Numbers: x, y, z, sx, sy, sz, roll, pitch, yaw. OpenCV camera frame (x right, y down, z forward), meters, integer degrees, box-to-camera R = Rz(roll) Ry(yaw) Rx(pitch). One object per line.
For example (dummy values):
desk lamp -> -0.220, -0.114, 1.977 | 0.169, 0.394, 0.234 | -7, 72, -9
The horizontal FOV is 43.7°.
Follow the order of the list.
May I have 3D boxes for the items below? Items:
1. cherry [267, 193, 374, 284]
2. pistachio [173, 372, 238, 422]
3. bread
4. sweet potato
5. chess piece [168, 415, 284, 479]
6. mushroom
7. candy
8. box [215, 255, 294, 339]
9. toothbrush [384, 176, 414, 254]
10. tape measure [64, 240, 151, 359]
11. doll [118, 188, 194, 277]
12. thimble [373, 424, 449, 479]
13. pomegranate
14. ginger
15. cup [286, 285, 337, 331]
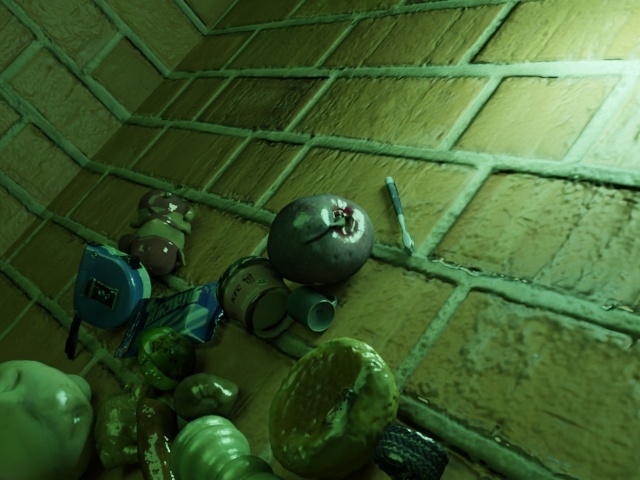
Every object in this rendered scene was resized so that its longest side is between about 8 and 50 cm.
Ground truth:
cherry -> 0.000, 0.000, 1.637 | 0.266, 0.213, 0.183 | -26, 59, 49
pistachio -> -0.239, 0.319, 1.620 | 0.126, 0.108, 0.186 | -34, 13, -37
bread -> 0.030, 0.284, 1.326 | 0.245, 0.134, 0.244 | -27, 37, 23
sweet potato -> -0.316, 0.420, 1.586 | 0.097, 0.097, 0.251 | -36, 44, 12
chess piece -> -0.142, 0.414, 1.364 | 0.144, 0.144, 0.251 | -51, 37, -13
mushroom -> -0.661, 0.417, 1.798 | 0.315, 0.315, 0.356 | -55, 23, -19
candy -> -0.355, 0.192, 1.935 | 0.331, 0.077, 0.187 | -15, 43, 35
box -> -0.128, 0.128, 1.693 | 0.151, 0.151, 0.135 | -45, 40, -3
toothbrush -> 0.168, -0.060, 1.699 | 0.024, 0.026, 0.288 | -18, 34, 6
tape measure -> -0.579, 0.192, 2.128 | 0.215, 0.098, 0.351 | 19, 101, 22
doll -> -0.455, -0.013, 2.225 | 0.196, 0.152, 0.255 | -13, 55, 28
thimble -> 0.134, 0.324, 1.191 | 0.066, 0.095, 0.104 | -56, 19, -25
pomegranate -> -0.342, 0.269, 1.790 | 0.143, 0.169, 0.122 | 35, 47, 25
ginger -> -0.420, 0.392, 1.728 | 0.157, 0.102, 0.216 | -26, 45, 16
cup -> -0.007, 0.136, 1.617 | 0.100, 0.078, 0.077 | -21, 27, -26
